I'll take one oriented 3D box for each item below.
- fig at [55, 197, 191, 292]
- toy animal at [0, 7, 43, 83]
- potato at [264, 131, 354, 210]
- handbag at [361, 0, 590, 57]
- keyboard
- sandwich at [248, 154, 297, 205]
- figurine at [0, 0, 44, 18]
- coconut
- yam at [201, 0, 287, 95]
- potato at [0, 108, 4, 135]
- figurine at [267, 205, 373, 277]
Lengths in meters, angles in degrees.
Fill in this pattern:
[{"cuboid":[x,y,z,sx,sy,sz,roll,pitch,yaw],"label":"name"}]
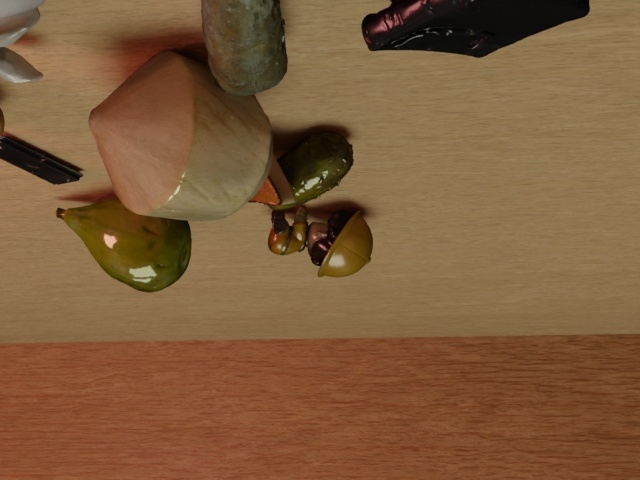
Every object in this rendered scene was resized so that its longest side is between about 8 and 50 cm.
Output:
[{"cuboid":[-0.462,0.014,2.184,0.313,0.233,0.233,-5,161,-11],"label":"fig"},{"cuboid":[-0.605,-0.310,1.430,0.325,0.154,0.209,-13,144,-24],"label":"toy animal"},{"cuboid":[-0.035,-0.135,1.892,0.251,0.149,0.113,-34,108,34],"label":"potato"},{"cuboid":[0.223,-0.335,1.340,0.275,0.088,0.244,-8,174,-38],"label":"handbag"},{"cuboid":[-0.620,-0.172,1.978,0.093,0.025,0.230,-9,158,30],"label":"keyboard"},{"cuboid":[-0.134,-0.156,1.836,0.193,0.163,0.058,9,-163,43],"label":"sandwich"},{"cuboid":[-0.477,-0.372,1.151,0.361,0.211,0.253,-5,159,20],"label":"figurine"},{"cuboid":[-0.248,-0.172,1.579,0.328,0.329,0.329,1,160,0],"label":"coconut"},{"cuboid":[-0.113,-0.334,1.380,0.133,0.133,0.330,1,157,-1],"label":"yam"},{"cuboid":[-0.663,-0.216,1.688,0.158,0.178,0.204,-5,140,-30],"label":"potato"},{"cuboid":[0.000,0.005,2.241,0.256,0.167,0.192,4,173,-2],"label":"figurine"}]
